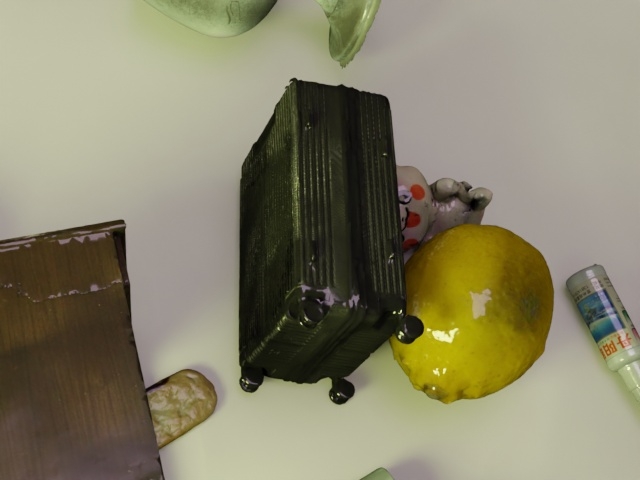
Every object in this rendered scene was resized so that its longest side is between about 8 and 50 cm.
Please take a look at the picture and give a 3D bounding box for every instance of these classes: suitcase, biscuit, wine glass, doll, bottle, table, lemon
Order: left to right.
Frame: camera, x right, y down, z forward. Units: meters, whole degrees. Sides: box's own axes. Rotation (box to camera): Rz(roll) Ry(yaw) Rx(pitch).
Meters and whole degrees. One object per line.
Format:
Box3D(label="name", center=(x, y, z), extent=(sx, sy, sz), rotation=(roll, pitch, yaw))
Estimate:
Box3D(label="table", center=(-0.272, 0.171, 1.118), extent=(0.196, 0.250, 0.282), rotation=(-9, 63, -15))
Box3D(label="biscuit", center=(-0.188, 0.204, 1.271), extent=(0.147, 0.018, 0.071), rotation=(-30, 76, -29))
Box3D(label="wine glass", center=(-0.091, -0.382, 1.493), extent=(0.323, 0.238, 0.238), rotation=(12, 60, -15))
Box3D(label="suitcase", center=(0.000, 0.000, 1.314), extent=(0.152, 0.229, 0.335), rotation=(10, 59, -20))
Box3D(label="doll", center=(0.132, -0.039, 1.443), extent=(0.192, 0.149, 0.095), rotation=(8, 19, -21))
Box3D(label="lemon", center=(0.186, 0.088, 1.336), extent=(0.204, 0.204, 0.260), rotation=(30, 58, 1))
Box3D(label="bottle", center=(0.406, 0.138, 1.456), extent=(0.060, 0.060, 0.217), rotation=(-15, 67, -23))

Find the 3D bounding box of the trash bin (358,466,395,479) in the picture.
Box3D(label="trash bin", center=(0.047, 0.343, 1.241), extent=(0.130, 0.059, 0.116), rotation=(-26, 75, -28))
